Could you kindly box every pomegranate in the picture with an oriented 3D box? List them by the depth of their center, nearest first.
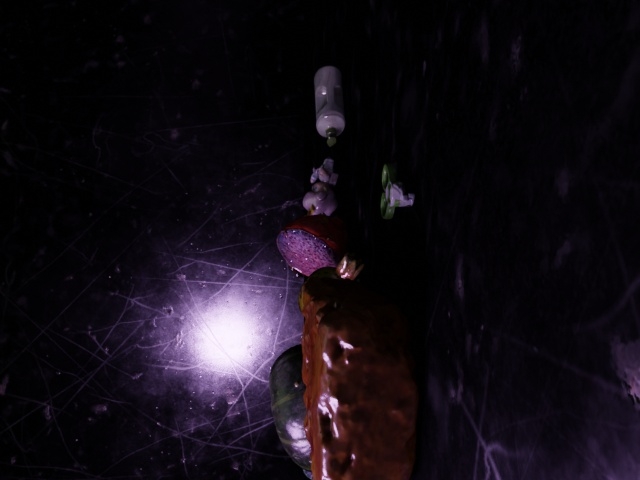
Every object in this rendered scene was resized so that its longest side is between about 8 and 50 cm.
[{"bbox_3d":[0.032,0.121,1.500,0.205,0.159,0.159,-59,18,21],"label":"pomegranate"}]

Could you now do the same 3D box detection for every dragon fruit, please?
[{"bbox_3d":[0.002,-0.002,1.712,0.148,0.218,0.224,-58,-38,-32],"label":"dragon fruit"}]

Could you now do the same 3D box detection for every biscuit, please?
[{"bbox_3d":[0.054,0.253,1.099,0.395,0.166,0.343,-130,42,-79],"label":"biscuit"}]

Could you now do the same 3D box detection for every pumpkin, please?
[{"bbox_3d":[0.000,0.388,1.450,0.300,0.207,0.301,-16,-90,-88],"label":"pumpkin"}]

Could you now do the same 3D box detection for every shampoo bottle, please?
[{"bbox_3d":[0.028,-0.389,1.831,0.118,0.086,0.234,100,169,-64],"label":"shampoo bottle"}]

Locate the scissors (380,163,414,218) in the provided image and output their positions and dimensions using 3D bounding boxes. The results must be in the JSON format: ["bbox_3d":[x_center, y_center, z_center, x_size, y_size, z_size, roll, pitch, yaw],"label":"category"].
[{"bbox_3d":[0.128,-0.078,1.054,0.204,0.027,0.101,-111,20,-80],"label":"scissors"}]

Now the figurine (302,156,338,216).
[{"bbox_3d":[0.007,-0.153,1.983,0.137,0.111,0.229,176,107,-77],"label":"figurine"}]

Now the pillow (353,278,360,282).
[{"bbox_3d":[0.086,0.218,1.398,0.148,0.050,0.230,-86,-6,-74],"label":"pillow"}]

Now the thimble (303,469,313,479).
[{"bbox_3d":[0.003,0.677,1.917,0.090,0.118,0.135,-89,-13,-54],"label":"thimble"}]
